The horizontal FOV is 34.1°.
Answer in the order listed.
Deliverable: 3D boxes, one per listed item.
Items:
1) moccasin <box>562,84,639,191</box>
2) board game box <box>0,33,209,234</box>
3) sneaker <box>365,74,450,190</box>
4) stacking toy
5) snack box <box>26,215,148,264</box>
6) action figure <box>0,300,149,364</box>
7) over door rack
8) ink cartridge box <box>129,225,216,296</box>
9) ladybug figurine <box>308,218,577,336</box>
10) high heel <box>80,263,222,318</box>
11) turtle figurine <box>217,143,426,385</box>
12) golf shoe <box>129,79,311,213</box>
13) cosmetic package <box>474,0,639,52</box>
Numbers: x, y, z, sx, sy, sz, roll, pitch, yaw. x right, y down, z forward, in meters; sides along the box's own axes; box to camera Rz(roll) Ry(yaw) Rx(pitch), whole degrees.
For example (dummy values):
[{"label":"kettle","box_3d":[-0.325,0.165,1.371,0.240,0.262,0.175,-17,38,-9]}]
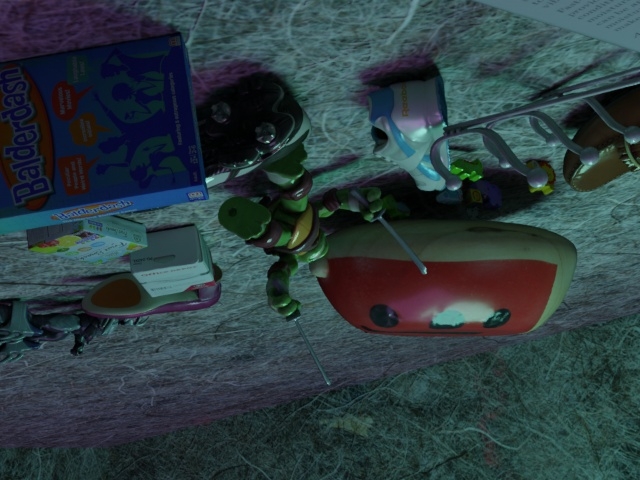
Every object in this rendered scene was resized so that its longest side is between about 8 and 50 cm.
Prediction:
[{"label":"moccasin","box_3d":[0.474,-0.137,1.304,0.380,0.147,0.139,-23,159,37]},{"label":"board game box","box_3d":[-0.222,-0.101,0.992,0.210,0.160,0.047,-10,163,-1]},{"label":"sneaker","box_3d":[0.109,-0.126,1.257,0.092,0.087,0.228,-6,157,8]},{"label":"stacking toy","box_3d":[0.216,-0.076,1.540,0.221,0.052,0.167,6,156,-38]},{"label":"snack box","box_3d":[-0.326,-0.004,1.467,0.100,0.037,0.141,-17,163,25]},{"label":"action figure","box_3d":[-0.439,0.152,1.827,0.285,0.099,0.185,-6,158,-25]},{"label":"over door rack","box_3d":[0.307,-0.147,1.126,0.239,0.108,0.324,-23,177,-44]},{"label":"ink cartridge box","box_3d":[-0.227,0.033,1.606,0.109,0.063,0.150,-10,163,-1]},{"label":"ladybug figurine","box_3d":[0.192,0.065,1.623,0.449,0.162,0.305,2,169,-19]},{"label":"high heel","box_3d":[-0.285,0.101,1.772,0.244,0.082,0.117,-18,157,-21]},{"label":"turtle figurine","box_3d":[0.000,0.000,1.360,0.198,0.274,0.266,-29,151,8]},{"label":"golf shoe","box_3d":[-0.137,-0.091,1.184,0.273,0.105,0.120,-15,170,19]},{"label":"cosmetic package","box_3d":[0.205,-0.265,0.691,0.453,0.161,0.230,4,158,-41]}]
